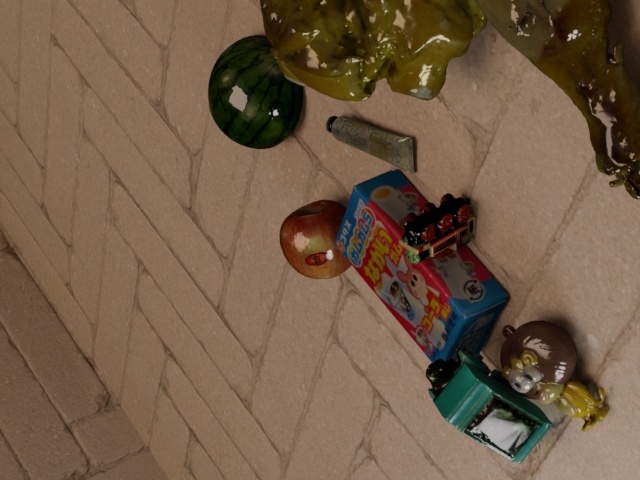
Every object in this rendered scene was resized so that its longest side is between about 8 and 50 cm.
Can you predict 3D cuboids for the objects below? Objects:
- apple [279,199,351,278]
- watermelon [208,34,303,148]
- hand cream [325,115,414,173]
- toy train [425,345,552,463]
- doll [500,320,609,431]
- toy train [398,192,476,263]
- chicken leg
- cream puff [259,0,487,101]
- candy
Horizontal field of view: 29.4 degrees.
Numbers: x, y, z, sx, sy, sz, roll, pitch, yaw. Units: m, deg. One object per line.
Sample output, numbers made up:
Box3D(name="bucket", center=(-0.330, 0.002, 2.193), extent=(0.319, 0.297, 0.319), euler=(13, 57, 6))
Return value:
Box3D(name="apple", center=(0.000, 0.000, 2.162), extent=(0.146, 0.146, 0.131), euler=(16, 127, 54))
Box3D(name="watermelon", center=(-0.133, -0.268, 2.218), extent=(0.232, 0.127, 0.204), euler=(-43, 69, 53))
Box3D(name="hand cream", center=(0.083, -0.166, 2.022), extent=(0.194, 0.042, 0.067), euler=(28, 130, 43))
Box3D(name="toy train", center=(0.255, 0.253, 1.874), extent=(0.107, 0.198, 0.154), euler=(-54, 24, 9))
Box3D(name="doll", center=(0.342, 0.195, 1.795), extent=(0.188, 0.096, 0.145), euler=(34, 145, 29))
Box3D(name="toy train", center=(0.179, -0.014, 1.872), extent=(0.050, 0.138, 0.087), euler=(33, 140, 41))
Box3D(name="chicken leg", center=(0.312, -0.251, 1.524), extent=(0.429, 0.152, 0.201), euler=(61, 162, -2))
Box3D(name="cream puff", center=(0.053, -0.354, 1.720), extent=(0.378, 0.275, 0.378), euler=(33, 132, 45))
Box3D(name="candy", center=(0.157, 0.046, 1.984), extent=(0.306, 0.100, 0.157), euler=(52, 147, 27))
